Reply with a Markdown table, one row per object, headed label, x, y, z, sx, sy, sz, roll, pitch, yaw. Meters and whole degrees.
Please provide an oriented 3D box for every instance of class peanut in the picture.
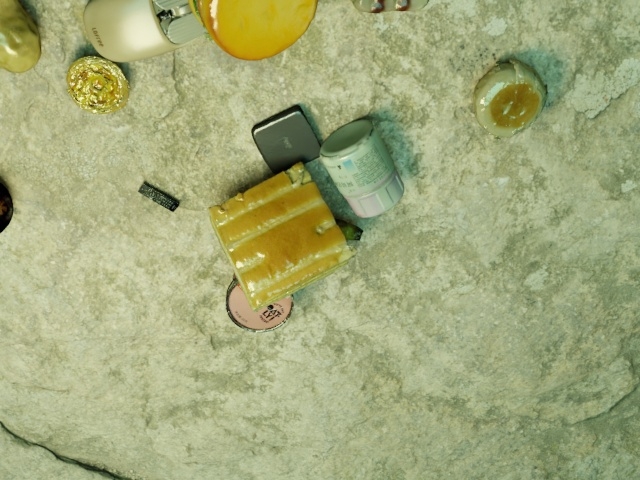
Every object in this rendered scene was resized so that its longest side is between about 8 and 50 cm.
| label | x | y | z | sx | sy | sz | roll | pitch | yaw |
| --- | --- | --- | --- | --- | --- | --- | --- | --- | --- |
| peanut | -0.616 | -0.447 | 1.480 | 0.147 | 0.147 | 0.319 | -24 | 117 | 10 |

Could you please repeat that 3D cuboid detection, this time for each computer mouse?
| label | x | y | z | sx | sy | sz | roll | pitch | yaw |
| --- | --- | --- | --- | --- | --- | --- | --- | --- | --- |
| computer mouse | -0.330 | -0.420 | 1.553 | 0.236 | 0.082 | 0.145 | -14 | 120 | 5 |

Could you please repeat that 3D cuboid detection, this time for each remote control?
| label | x | y | z | sx | sy | sz | roll | pitch | yaw |
| --- | --- | --- | --- | --- | --- | --- | --- | --- | --- |
| remote control | -0.350 | -0.095 | 1.781 | 0.091 | 0.016 | 0.034 | 31 | 130 | -20 |

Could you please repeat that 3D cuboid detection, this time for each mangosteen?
| label | x | y | z | sx | sy | sz | roll | pitch | yaw |
| --- | --- | --- | --- | --- | --- | --- | --- | --- | --- |
| mangosteen | -0.719 | -0.070 | 1.713 | 0.151 | 0.137 | 0.137 | 4 | 127 | 33 |

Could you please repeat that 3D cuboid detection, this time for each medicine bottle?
| label | x | y | z | sx | sy | sz | roll | pitch | yaw |
| --- | --- | --- | --- | --- | --- | --- | --- | --- | --- |
| medicine bottle | 0.089 | -0.148 | 1.719 | 0.135 | 0.135 | 0.168 | -27 | 119 | 11 |

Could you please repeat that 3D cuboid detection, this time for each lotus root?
| label | x | y | z | sx | sy | sz | roll | pitch | yaw |
| --- | --- | --- | --- | --- | --- | --- | --- | --- | --- |
| lotus root | 0.000 | 0.000 | 1.828 | 0.190 | 0.094 | 0.108 | -24 | 143 | 0 |

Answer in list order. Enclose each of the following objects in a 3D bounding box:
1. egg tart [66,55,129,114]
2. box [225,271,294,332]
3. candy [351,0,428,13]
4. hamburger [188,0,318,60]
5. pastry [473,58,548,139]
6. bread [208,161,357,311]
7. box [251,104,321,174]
| label | x | y | z | sx | sy | sz | roll | pitch | yaw |
| --- | --- | --- | --- | --- | --- | --- | --- | --- | --- |
| egg tart | -0.436 | -0.309 | 1.622 | 0.128 | 0.049 | 0.129 | 1 | 128 | 1 |
| box | -0.138 | 0.111 | 1.853 | 0.151 | 0.135 | 0.151 | -2 | 117 | -4 |
| candy | 0.103 | -0.507 | 1.402 | 0.135 | 0.321 | 0.179 | -5 | 117 | -6 |
| hamburger | -0.130 | -0.456 | 1.490 | 0.246 | 0.170 | 0.246 | -22 | 139 | -20 |
| pastry | 0.388 | -0.289 | 1.687 | 0.165 | 0.088 | 0.166 | -2 | 124 | -3 |
| bread | -0.082 | -0.011 | 1.721 | 0.246 | 0.111 | 0.239 | -26 | 83 | -7 |
| box | -0.071 | -0.210 | 1.733 | 0.125 | 0.027 | 0.126 | -23 | 121 | 12 |
